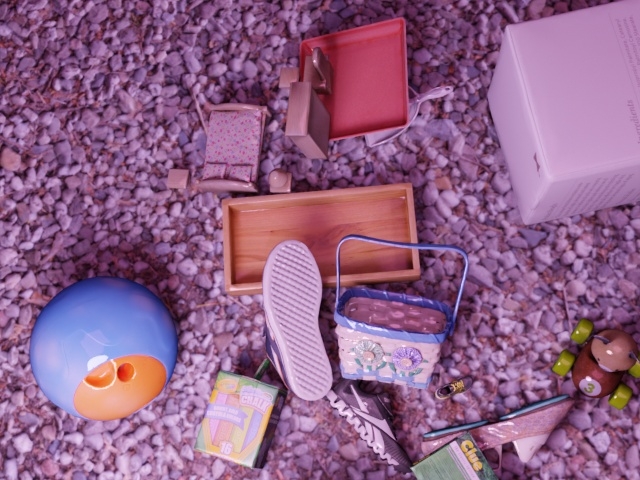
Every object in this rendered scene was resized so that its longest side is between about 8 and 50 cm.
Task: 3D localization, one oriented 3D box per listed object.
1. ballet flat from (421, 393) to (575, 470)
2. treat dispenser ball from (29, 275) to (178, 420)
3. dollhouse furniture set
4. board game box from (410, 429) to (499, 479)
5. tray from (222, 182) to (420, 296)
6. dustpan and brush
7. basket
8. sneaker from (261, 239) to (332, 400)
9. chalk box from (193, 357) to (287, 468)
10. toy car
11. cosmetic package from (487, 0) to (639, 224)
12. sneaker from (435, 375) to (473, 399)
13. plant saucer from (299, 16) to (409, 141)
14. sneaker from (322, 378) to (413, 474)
[{"bbox_3d":[0.360,0.393,1.660,0.315,0.107,0.106,-19,78,11],"label":"ballet flat"},{"bbox_3d":[-0.429,0.215,1.680,0.288,0.288,0.288,-1,75,5],"label":"treat dispenser ball"},{"bbox_3d":[-0.170,-0.268,1.809,0.355,0.174,0.303,3,77,15],"label":"dollhouse furniture set"},{"bbox_3d":[0.295,0.508,1.597,0.136,0.030,0.260,-31,83,2],"label":"board game box"},{"bbox_3d":[0.000,0.000,1.807,0.410,0.076,0.203,-5,75,3],"label":"tray"},{"bbox_3d":[0.191,-0.304,1.872,0.211,0.060,0.147,-13,75,2],"label":"dustpan and brush"},{"bbox_3d":[0.152,0.137,1.662,0.254,0.201,0.289,6,104,8],"label":"basket"},{"bbox_3d":[-0.061,0.162,1.713,0.126,0.127,0.321,-7,88,-19],"label":"sneaker"},{"bbox_3d":[-0.152,0.340,1.703,0.132,0.132,0.213,15,76,9],"label":"chalk box"},{"bbox_3d":[0.560,0.230,1.632,0.155,0.188,0.149,31,80,12],"label":"toy car"},{"bbox_3d":[0.579,-0.258,1.684,0.393,0.329,0.328,-12,76,2],"label":"cosmetic package"},{"bbox_3d":[0.276,0.302,1.719,0.083,0.035,0.031,-26,75,-2],"label":"sneaker"},{"bbox_3d":[0.078,-0.345,1.869,0.258,0.047,0.259,-7,75,24],"label":"plant saucer"},{"bbox_3d":[0.116,0.362,1.698,0.106,0.078,0.234,-44,74,-4],"label":"sneaker"}]
